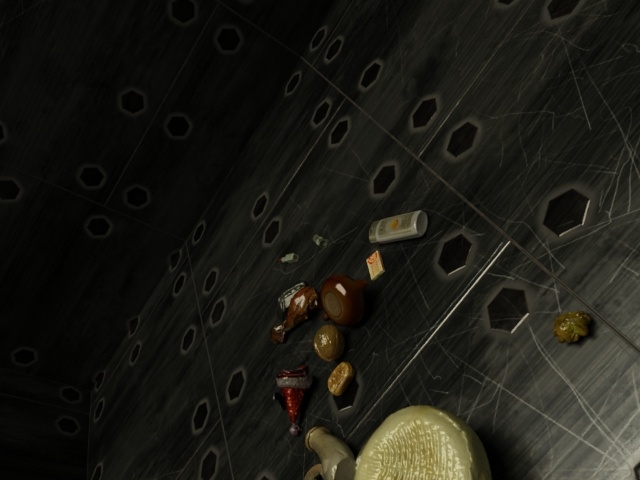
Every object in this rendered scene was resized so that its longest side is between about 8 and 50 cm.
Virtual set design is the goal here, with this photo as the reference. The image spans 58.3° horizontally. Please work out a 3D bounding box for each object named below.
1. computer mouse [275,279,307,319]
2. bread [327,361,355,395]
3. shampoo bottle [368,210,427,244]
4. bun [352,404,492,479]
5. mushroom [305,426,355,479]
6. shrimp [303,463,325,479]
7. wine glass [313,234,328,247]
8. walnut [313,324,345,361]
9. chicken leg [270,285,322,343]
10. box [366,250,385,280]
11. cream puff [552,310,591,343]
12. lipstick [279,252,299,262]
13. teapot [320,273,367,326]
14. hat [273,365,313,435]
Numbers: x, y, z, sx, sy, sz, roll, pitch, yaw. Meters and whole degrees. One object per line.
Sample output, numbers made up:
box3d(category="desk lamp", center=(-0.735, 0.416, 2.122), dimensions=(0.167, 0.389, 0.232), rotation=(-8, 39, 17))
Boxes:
box3d(category="computer mouse", center=(-0.126, 0.234, 2.266), dimensions=(0.192, 0.062, 0.106), rotation=(-52, 33, 23))
box3d(category="bread", center=(0.066, 0.441, 1.833), dimensions=(0.111, 0.044, 0.083), rotation=(-59, 27, 5))
box3d(category="shampoo bottle", center=(0.253, -0.040, 1.891), dimensions=(0.227, 0.055, 0.086), rotation=(-11, 57, 54))
box3d(category="bun", center=(0.246, 0.572, 1.298), dimensions=(0.364, 0.202, 0.364), rotation=(-33, 39, 32))
box3d(category="mushroom", center=(0.038, 0.633, 1.682), dimensions=(0.108, 0.096, 0.247), rotation=(-62, 25, 4))
box3d(category="shrimp", center=(0.004, 0.764, 1.684), dimensions=(0.152, 0.046, 0.219), rotation=(-54, 31, 23))
box3d(category="wine glass", center=(0.000, 0.000, 2.275), dimensions=(0.042, 0.038, 0.083), rotation=(-63, 26, 6))
box3d(category="walnut", center=(0.030, 0.341, 1.907), dimensions=(0.105, 0.105, 0.125), rotation=(-31, 44, 43))
box3d(category="chicken leg", center=(-0.104, 0.293, 2.174), dimensions=(0.304, 0.093, 0.113), rotation=(-51, 45, 29))
box3d(category="box", center=(0.187, 0.084, 1.940), dimensions=(0.058, 0.015, 0.093), rotation=(-46, 35, 31))
box3d(category="cream puff", center=(0.548, 0.187, 1.259), dimensions=(0.083, 0.058, 0.083), rotation=(0, 66, 59))
box3d(category="lipstick", center=(-0.141, 0.080, 2.436), dimensions=(0.129, 0.030, 0.030), rotation=(-15, 56, 53))
box3d(category="teapot", center=(0.082, 0.205, 1.924), dimensions=(0.178, 0.135, 0.252), rotation=(62, 145, 21))
box3d(category="hat", center=(-0.087, 0.545, 1.955), dimensions=(0.140, 0.128, 0.228), rotation=(63, -154, -77))
